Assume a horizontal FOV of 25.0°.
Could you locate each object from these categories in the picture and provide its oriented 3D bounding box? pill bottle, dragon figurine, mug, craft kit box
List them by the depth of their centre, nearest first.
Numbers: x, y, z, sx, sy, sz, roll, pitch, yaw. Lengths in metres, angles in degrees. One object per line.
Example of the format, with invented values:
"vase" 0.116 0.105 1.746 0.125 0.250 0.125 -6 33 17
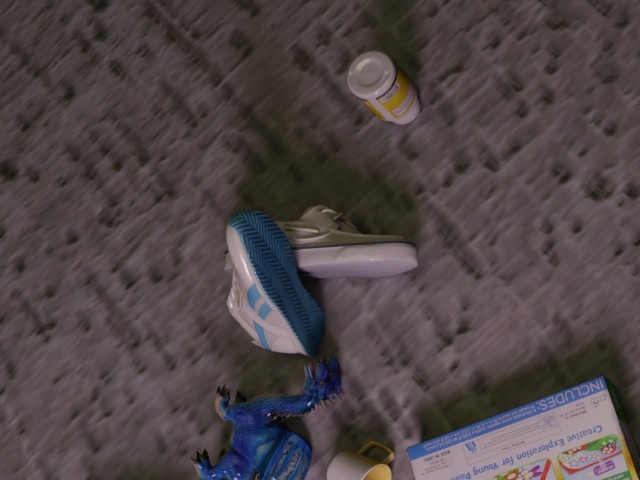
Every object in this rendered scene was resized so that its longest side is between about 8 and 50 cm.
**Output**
"craft kit box" 0.245 0.308 1.603 0.250 0.061 0.246 -23 61 18
"mug" 0.046 0.279 1.716 0.064 0.078 0.062 25 117 39
"dragon figurine" -0.070 0.264 1.752 0.144 0.085 0.289 15 80 30
"pill bottle" 0.084 -0.189 1.819 0.065 0.116 0.065 -9 69 23

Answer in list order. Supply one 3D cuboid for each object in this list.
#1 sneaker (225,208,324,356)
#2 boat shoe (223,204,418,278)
"sneaker" -0.075 0.057 1.751 0.092 0.228 0.087 2 44 28
"boat shoe" 0.000 0.000 1.812 0.268 0.096 0.088 -3 75 34
